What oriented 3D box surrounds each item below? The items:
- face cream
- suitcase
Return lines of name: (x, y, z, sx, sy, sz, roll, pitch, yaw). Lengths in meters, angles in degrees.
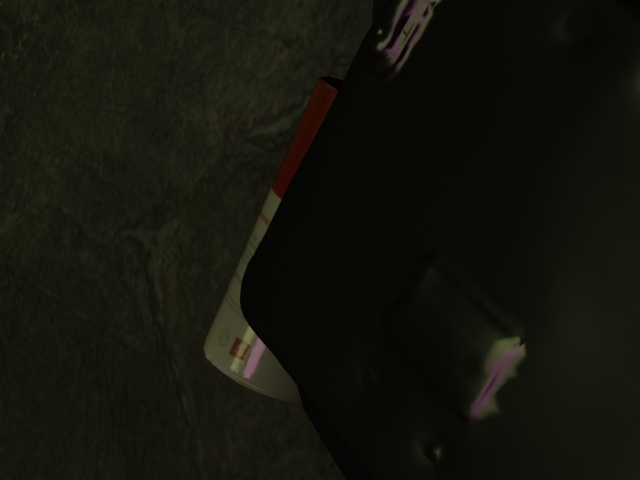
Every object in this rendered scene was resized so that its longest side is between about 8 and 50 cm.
face cream: (0.000, 0.000, 0.830, 0.096, 0.095, 0.214, 37, 109, 43)
suitcase: (0.133, 0.021, 0.623, 0.345, 0.188, 0.339, 45, 114, 38)
